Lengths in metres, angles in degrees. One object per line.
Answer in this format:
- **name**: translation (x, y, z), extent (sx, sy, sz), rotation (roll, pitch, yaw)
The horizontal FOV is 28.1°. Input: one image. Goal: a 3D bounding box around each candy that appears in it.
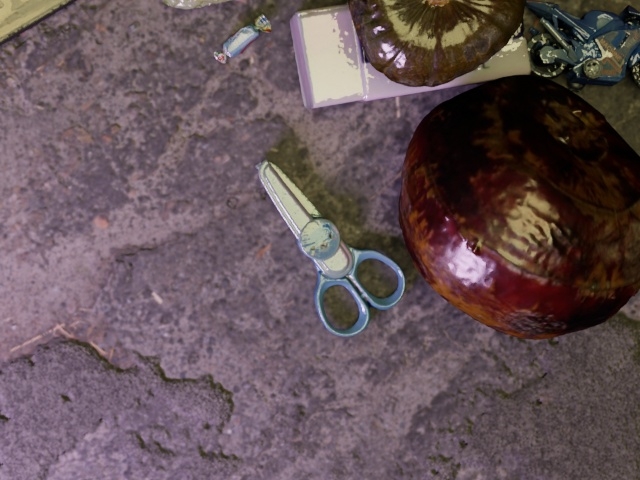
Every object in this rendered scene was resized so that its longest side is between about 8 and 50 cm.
- **candy**: translation (-0.098, -0.254, 1.631), extent (0.083, 0.020, 0.030), rotation (-41, 96, -2)

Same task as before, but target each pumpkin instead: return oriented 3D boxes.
- **pumpkin**: translation (0.137, -0.297, 1.503), extent (0.218, 0.162, 0.219), rotation (0, 93, -2)

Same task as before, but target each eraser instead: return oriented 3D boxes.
- **eraser**: translation (0.113, -0.249, 1.625), extent (0.287, 0.086, 0.130), rotation (-11, 95, -6)

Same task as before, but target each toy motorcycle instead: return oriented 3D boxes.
- **toy motorcycle**: translation (0.362, -0.256, 1.667), extent (0.205, 0.076, 0.114), rotation (6, 84, -6)

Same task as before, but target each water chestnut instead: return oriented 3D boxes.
- **water chestnut**: translation (0.242, -0.025, 1.581), extent (0.350, 0.350, 0.302), rotation (33, 131, -8)

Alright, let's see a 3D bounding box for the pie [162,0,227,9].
- **pie**: translation (-0.143, -0.432, 1.579), extent (0.257, 0.105, 0.275), rotation (-12, 96, 1)

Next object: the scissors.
- **scissors**: translation (0.000, 0.000, 1.654), extent (0.125, 0.030, 0.256), rotation (-38, 99, -5)

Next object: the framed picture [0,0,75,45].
- **framed picture**: translation (-0.428, -0.418, 1.550), extent (0.265, 0.016, 0.347), rotation (-31, 107, -4)
